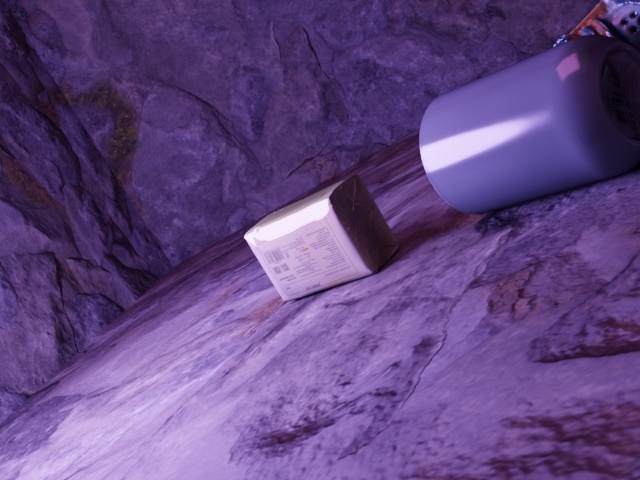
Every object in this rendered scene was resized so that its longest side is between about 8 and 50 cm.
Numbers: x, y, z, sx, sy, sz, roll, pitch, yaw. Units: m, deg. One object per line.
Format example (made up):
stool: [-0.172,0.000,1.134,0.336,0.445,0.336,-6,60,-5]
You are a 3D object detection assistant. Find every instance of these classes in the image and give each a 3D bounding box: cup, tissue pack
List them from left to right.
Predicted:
tissue pack: [0.000,0.000,1.423,0.234,0.159,0.125,-23,12,43]
cup: [0.320,-0.163,1.152,0.205,0.205,0.312,-37,13,-33]

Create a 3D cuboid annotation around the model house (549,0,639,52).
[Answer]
model house: [0.456,-0.262,1.217,0.291,0.253,0.184,-46,-9,18]
